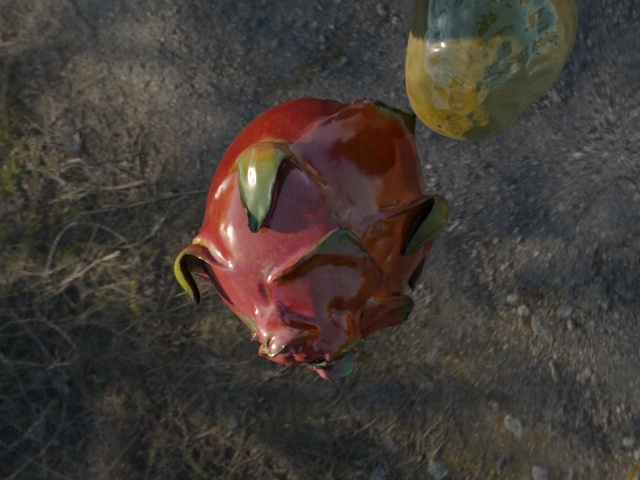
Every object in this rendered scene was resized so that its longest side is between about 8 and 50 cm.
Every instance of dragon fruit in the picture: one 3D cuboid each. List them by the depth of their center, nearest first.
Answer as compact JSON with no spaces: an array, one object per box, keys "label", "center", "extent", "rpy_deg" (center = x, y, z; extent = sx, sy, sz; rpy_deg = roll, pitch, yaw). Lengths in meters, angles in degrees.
[{"label":"dragon fruit","center":[0.000,-0.005,0.676],"extent":[0.224,0.224,0.227],"rpy_deg":[18,87,18]}]

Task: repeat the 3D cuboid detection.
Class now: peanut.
[{"label":"peanut","center":[0.123,-0.178,0.541],"extent":[0.120,0.110,0.236],"rpy_deg":[47,143,38]}]

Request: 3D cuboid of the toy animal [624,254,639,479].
[{"label":"toy animal","center":[0.238,0.048,0.453],"extent":[0.087,0.243,0.260],"rpy_deg":[23,63,13]}]
